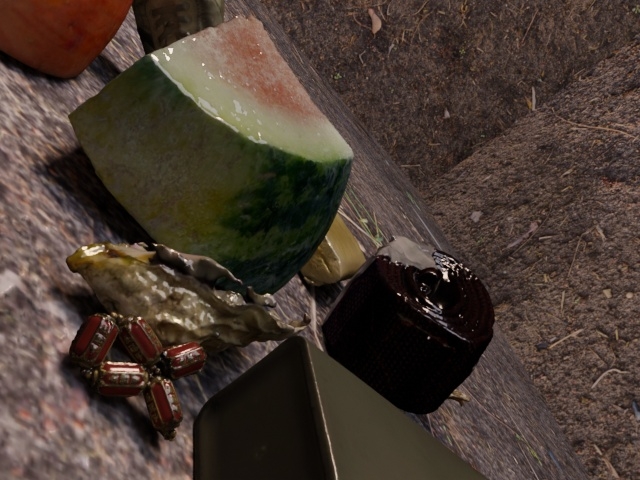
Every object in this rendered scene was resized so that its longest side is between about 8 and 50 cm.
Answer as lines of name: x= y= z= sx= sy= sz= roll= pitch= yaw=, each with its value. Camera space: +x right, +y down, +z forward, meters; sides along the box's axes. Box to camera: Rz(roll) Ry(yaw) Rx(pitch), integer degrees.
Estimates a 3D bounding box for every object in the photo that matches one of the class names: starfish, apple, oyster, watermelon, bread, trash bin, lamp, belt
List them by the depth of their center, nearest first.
lamp: x=-0.113 y=0.078 z=0.451 sx=0.083 sy=0.031 sz=0.063 roll=35 pitch=57 yaw=-28
trash bin: x=0.035 y=0.197 z=0.505 sx=0.240 sy=0.122 sz=0.164 roll=44 pitch=15 yaw=-28
oyster: x=-0.087 y=0.053 z=0.553 sx=0.133 sy=0.072 sz=0.209 roll=25 pitch=-7 yaw=12
apple: x=-0.266 y=-0.309 z=0.652 sx=0.293 sy=0.163 sz=0.251 roll=50 pitch=12 yaw=-9
watermelon: x=-0.105 y=-0.073 z=0.688 sx=0.310 sy=0.193 sz=0.231 roll=29 pitch=42 yaw=-39
belt: x=0.110 y=0.105 z=0.936 sx=0.184 sy=0.164 sz=0.289 roll=33 pitch=19 yaw=6
starfish: x=0.125 y=0.199 z=1.008 sx=0.133 sy=0.041 sz=0.130 roll=34 pitch=20 yaw=28
bread: x=0.000 y=0.001 z=1.019 sx=0.139 sy=0.060 sz=0.178 roll=57 pitch=13 yaw=10

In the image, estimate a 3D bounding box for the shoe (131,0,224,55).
shoe: x=-0.146 y=-0.200 z=0.806 sx=0.098 sy=0.103 sz=0.274 roll=-81 pitch=158 yaw=-57
